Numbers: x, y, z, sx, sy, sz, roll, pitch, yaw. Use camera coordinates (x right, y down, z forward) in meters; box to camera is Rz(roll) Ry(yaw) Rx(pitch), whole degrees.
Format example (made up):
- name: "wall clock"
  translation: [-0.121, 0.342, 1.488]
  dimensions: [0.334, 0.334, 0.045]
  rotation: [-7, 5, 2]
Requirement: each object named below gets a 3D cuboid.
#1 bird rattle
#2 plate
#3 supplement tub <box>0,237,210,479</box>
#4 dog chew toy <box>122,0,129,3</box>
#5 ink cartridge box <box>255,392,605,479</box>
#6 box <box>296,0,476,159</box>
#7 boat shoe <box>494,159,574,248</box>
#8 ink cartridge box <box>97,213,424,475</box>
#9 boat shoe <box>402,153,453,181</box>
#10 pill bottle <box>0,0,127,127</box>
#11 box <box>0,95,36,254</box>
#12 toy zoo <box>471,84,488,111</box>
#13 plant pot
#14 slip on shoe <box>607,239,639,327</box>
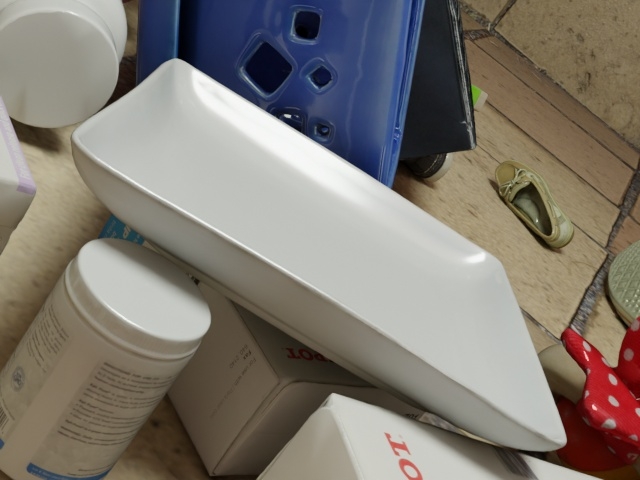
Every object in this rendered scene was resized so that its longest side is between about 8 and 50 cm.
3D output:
- name: "bird rattle"
  translation: [0.215, 0.151, 0.719]
  dimensions: [0.253, 0.143, 0.207]
  rotation: [48, -10, -26]
- name: "plate"
  translation: [0.000, 0.000, 0.591]
  dimensions: [0.277, 0.045, 0.278]
  rotation: [32, 16, -8]
- name: "supplement tub"
  translation: [-0.106, 0.060, 0.470]
  dimensions: [0.071, 0.107, 0.071]
  rotation: [32, 23, -15]
- name: "dog chew toy"
  translation: [-0.273, -0.338, 0.906]
  dimensions: [0.332, 0.206, 0.206]
  rotation: [37, 21, -23]
- name: "ink cartridge box"
  translation: [0.106, 0.210, 0.479]
  dimensions: [0.283, 0.117, 0.207]
  rotation: [23, 26, -33]
- name: "box"
  translation: [0.056, -0.260, 1.064]
  dimensions: [0.296, 0.183, 0.293]
  rotation: [-72, 151, -67]
- name: "boat shoe"
  translation: [0.276, -0.053, 1.335]
  dimensions: [0.048, 0.056, 0.153]
  rotation: [18, 36, -49]
- name: "ink cartridge box"
  translation: [-0.038, 0.049, 0.627]
  dimensions: [0.140, 0.082, 0.190]
  rotation: [14, 32, -45]
- name: "boat shoe"
  translation: [0.099, -0.156, 1.246]
  dimensions: [0.065, 0.075, 0.206]
  rotation: [24, 30, -37]
- name: "pill bottle"
  translation: [-0.212, -0.178, 0.761]
  dimensions: [0.121, 0.121, 0.216]
  rotation: [22, 26, -33]
- name: "box"
  translation: [-0.259, -0.115, 0.644]
  dimensions: [0.067, 0.063, 0.324]
  rotation: [15, 31, -41]
- name: "toy zoo"
  translation: [0.069, -0.262, 1.383]
  dimensions: [0.293, 0.030, 0.192]
  rotation: [21, 7, -34]
- name: "plant pot"
  translation: [-0.028, -0.164, 0.832]
  dimensions: [0.212, 0.235, 0.236]
  rotation: [10, 24, 7]
- name: "slip on shoe"
  translation: [0.440, 0.099, 1.227]
  dimensions: [0.101, 0.123, 0.331]
  rotation: [52, 14, -27]
